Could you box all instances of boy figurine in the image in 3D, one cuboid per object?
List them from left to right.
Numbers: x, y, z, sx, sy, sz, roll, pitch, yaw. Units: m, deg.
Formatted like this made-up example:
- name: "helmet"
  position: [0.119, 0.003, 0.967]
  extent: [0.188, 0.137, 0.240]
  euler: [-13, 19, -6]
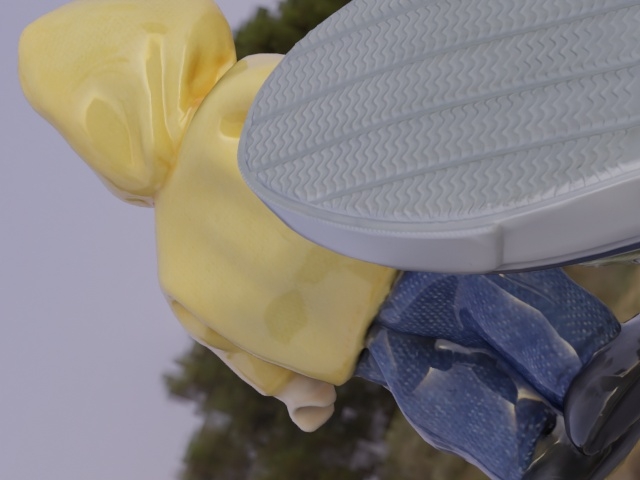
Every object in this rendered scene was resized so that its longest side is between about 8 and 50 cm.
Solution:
- name: "boy figurine"
  position: [0.000, 0.000, 0.774]
  extent: [0.092, 0.285, 0.177]
  euler: [-36, -28, -42]

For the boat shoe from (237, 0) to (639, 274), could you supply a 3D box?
- name: "boat shoe"
  position: [0.113, -0.030, 0.578]
  extent: [0.094, 0.302, 0.109]
  euler: [43, -126, -43]
